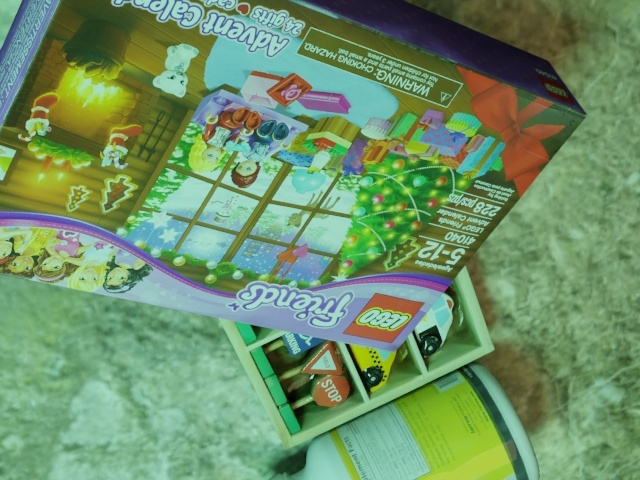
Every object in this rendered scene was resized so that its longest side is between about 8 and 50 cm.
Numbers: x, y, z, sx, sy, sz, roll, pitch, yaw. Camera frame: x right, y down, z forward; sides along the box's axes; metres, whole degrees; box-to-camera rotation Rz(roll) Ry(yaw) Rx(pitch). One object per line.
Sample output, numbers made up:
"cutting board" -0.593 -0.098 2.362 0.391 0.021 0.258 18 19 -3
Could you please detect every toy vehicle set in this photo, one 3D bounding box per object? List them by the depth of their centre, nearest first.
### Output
"toy vehicle set" 0.000 0.000 0.721 0.166 0.035 0.267 -26 120 -4

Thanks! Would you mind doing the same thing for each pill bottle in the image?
"pill bottle" 0.054 0.168 0.781 0.184 0.103 0.103 -25 120 -4

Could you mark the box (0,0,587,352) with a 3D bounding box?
"box" -0.028 -0.046 0.584 0.293 0.057 0.201 14 127 -32
